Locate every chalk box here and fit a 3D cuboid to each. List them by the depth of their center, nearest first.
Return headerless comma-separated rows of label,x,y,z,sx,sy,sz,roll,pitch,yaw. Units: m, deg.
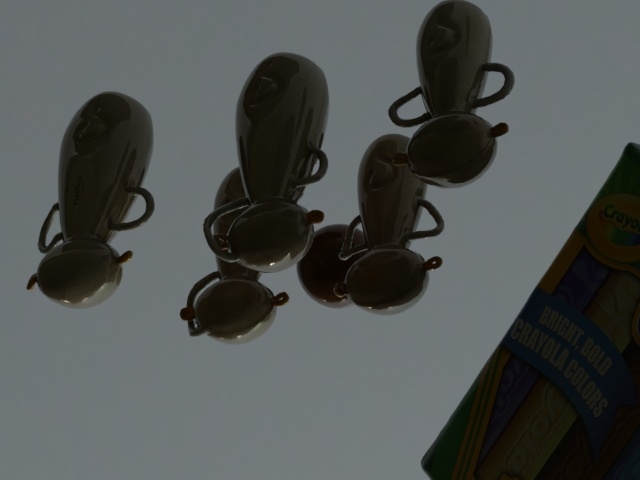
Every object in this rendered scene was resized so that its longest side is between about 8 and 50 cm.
chalk box,0.224,0.077,0.971,0.289,0.180,0.179,-59,-145,17

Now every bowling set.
bowling set,0.000,0.000,1.048,0.287,0.154,0.200,-15,-46,20
